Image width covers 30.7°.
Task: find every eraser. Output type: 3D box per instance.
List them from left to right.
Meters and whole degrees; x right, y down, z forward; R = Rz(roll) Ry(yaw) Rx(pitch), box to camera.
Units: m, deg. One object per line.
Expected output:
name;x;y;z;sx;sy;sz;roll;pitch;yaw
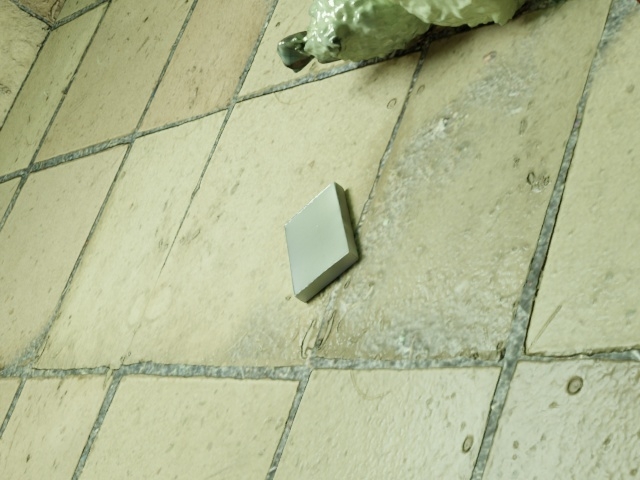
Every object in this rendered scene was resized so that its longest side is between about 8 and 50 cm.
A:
eraser;0.000;0.000;1.558;0.104;0.023;0.150;-40;35;24

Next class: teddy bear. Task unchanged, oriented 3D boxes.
teddy bear;0.095;-0.405;1.541;0.362;0.375;0.327;9;25;38

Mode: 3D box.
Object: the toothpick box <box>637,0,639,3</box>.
toothpick box;0.423;-0.386;1.170;0.333;0.204;0.204;-45;33;17
